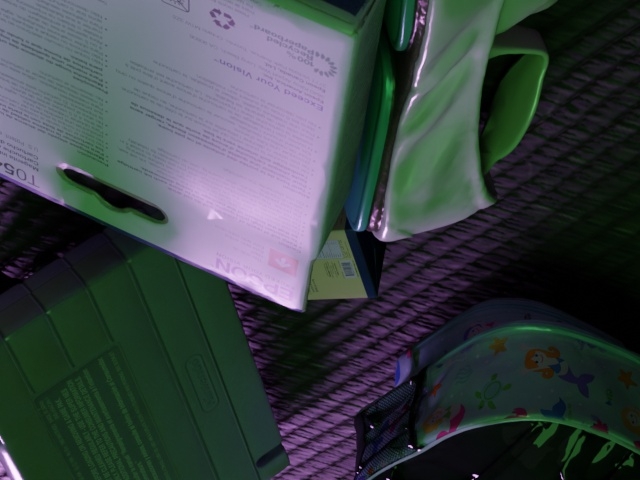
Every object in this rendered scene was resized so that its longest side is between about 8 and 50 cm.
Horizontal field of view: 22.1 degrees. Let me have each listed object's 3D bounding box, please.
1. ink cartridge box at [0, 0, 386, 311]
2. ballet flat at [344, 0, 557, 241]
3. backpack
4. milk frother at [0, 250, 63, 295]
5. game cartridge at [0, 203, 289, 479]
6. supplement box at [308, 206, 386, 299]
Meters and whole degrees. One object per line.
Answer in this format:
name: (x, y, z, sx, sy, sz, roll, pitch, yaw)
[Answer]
ink cartridge box: (-0.126, -0.120, 1.100, 0.324, 0.071, 0.330, 25, 149, 8)
ballet flat: (0.089, -0.145, 1.067, 0.139, 0.139, 0.400, 9, 144, 3)
backpack: (0.169, 0.161, 1.331, 0.225, 0.191, 0.253, 25, 145, -19)
milk frother: (-0.236, 0.098, 1.396, 0.134, 0.143, 0.129, 29, 130, -16)
game cartridge: (-0.163, 0.139, 1.387, 0.230, 0.068, 0.355, -30, 138, -14)
supplement box: (0.000, 0.000, 1.291, 0.083, 0.056, 0.083, -2, 138, 16)
